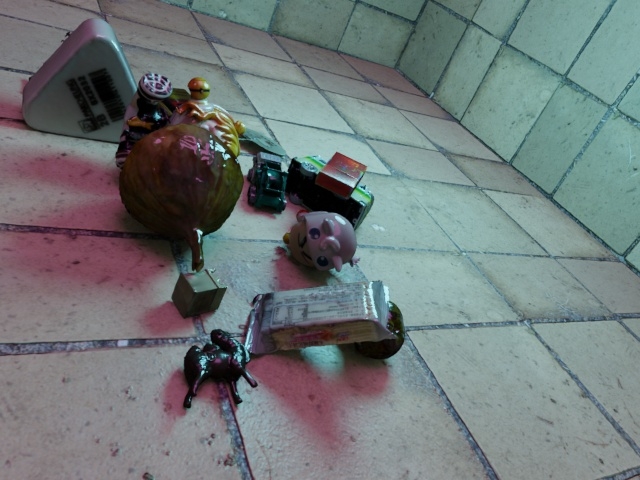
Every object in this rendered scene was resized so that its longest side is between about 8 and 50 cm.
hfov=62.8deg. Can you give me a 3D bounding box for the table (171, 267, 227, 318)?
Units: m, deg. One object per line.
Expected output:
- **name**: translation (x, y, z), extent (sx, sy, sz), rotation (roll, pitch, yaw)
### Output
- **table**: translation (-0.253, 0.107, 1.094), extent (0.083, 0.079, 0.062), rotation (-8, 46, -45)

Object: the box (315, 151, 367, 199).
- **box**: translation (0.064, -0.196, 1.548), extent (0.112, 0.048, 0.175), rotation (27, 33, 3)

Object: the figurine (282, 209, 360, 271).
- **figurine**: translation (0.000, 0.000, 1.403), extent (0.186, 0.176, 0.287), rotation (-21, 18, 4)

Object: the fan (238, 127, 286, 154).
- **fan**: translation (-0.229, -0.346, 1.791), extent (0.191, 0.009, 0.329), rotation (37, 20, 15)

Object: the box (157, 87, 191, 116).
- **box**: translation (-0.477, -0.433, 1.760), extent (0.159, 0.071, 0.240), rotation (-5, 42, -43)

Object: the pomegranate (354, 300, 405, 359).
- **pomegranate**: translation (0.113, 0.193, 1.180), extent (0.163, 0.125, 0.138), rotation (18, 66, 7)

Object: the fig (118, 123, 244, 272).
- **fig**: translation (-0.309, -0.072, 1.179), extent (0.286, 0.286, 0.368), rotation (9, 48, -25)

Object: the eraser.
- **eraser**: translation (-0.617, -0.404, 1.476), extent (0.331, 0.331, 0.150), rotation (2, 39, -33)

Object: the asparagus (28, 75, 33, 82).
- **asparagus**: translation (-0.866, -0.464, 1.573), extent (0.025, 0.021, 0.108), rotation (3, 38, -25)

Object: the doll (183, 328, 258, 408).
- **doll**: translation (-0.192, 0.228, 0.977), extent (0.139, 0.057, 0.165), rotation (5, 36, -27)

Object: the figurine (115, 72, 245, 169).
- **figurine**: translation (-0.353, -0.272, 1.392), extent (0.323, 0.320, 0.196), rotation (19, 15, -27)

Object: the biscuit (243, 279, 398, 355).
- **biscuit**: translation (-0.002, 0.155, 1.109), extent (0.309, 0.079, 0.186), rotation (-9, 32, 5)

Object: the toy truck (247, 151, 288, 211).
- **toy truck**: translation (-0.153, -0.184, 1.565), extent (0.110, 0.116, 0.216), rotation (12, 33, -20)

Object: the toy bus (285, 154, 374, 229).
- **toy bus**: translation (0.033, -0.150, 1.629), extent (0.276, 0.133, 0.165), rotation (36, 34, 15)
